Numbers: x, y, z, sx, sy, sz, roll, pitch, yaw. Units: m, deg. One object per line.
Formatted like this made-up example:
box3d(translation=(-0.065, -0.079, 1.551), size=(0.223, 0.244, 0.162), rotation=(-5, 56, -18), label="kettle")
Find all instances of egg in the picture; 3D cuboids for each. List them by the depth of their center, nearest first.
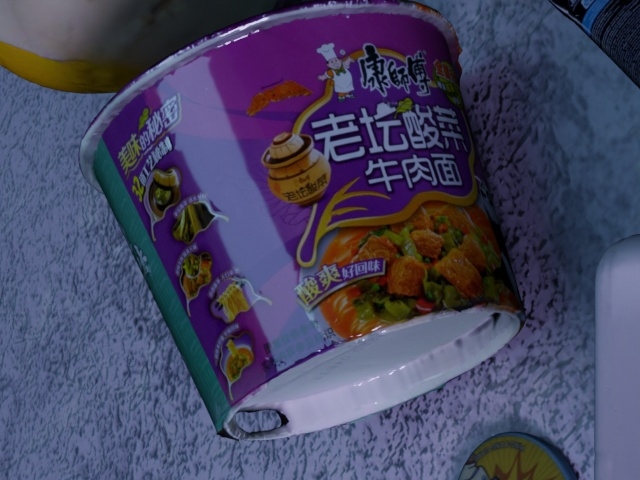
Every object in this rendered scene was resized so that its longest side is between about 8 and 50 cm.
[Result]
box3d(translation=(-0.168, -0.262, 1.123), size=(0.283, 0.283, 0.345), rotation=(-57, 43, 24), label="egg")

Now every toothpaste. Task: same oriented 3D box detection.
box3d(translation=(0.189, -0.120, 0.871), size=(0.071, 0.045, 0.193), rotation=(-49, 43, 20), label="toothpaste")

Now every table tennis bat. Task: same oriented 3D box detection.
box3d(translation=(0.124, 0.184, 0.900), size=(0.100, 0.019, 0.155), rotation=(-46, 49, 32), label="table tennis bat")

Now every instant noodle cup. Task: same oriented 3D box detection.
box3d(translation=(0.000, 0.000, 0.926), size=(0.251, 0.251, 0.190), rotation=(-37, 65, 38), label="instant noodle cup")

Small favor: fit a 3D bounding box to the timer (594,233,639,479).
box3d(translation=(0.246, 0.094, 0.643), size=(0.195, 0.192, 0.194), rotation=(-7, 77, 48), label="timer")
